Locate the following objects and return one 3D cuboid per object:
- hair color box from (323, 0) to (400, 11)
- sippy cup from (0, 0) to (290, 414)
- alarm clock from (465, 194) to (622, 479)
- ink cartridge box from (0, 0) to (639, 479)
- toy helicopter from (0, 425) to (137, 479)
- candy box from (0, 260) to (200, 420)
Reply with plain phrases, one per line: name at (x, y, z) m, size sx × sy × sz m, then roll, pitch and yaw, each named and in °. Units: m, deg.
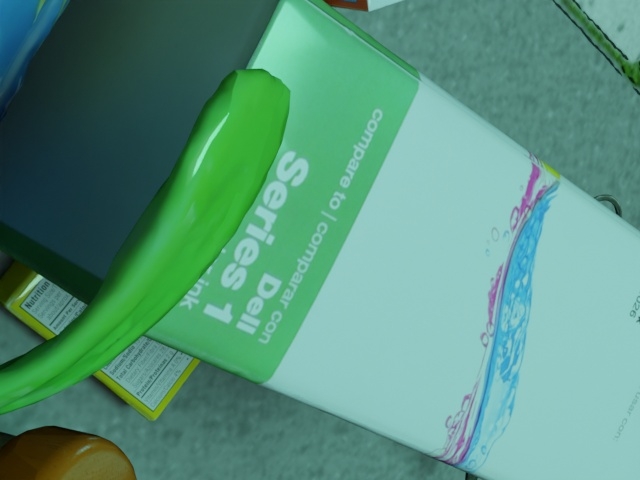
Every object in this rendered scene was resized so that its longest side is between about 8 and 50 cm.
hair color box at (0.033, -0.202, 0.634) m, size 0.093 × 0.053 × 0.167 m, roll -22°, pitch 116°, yaw -32°
sippy cup at (-0.156, -0.108, 0.358) m, size 0.305 × 0.240 × 0.224 m, roll 38°, pitch 93°, yaw -24°
alarm clock at (0.113, 0.046, 0.769) m, size 0.192 × 0.064 × 0.129 m, roll -46°, pitch 127°, yaw -14°
ink cartridge box at (0.000, 0.000, 0.539) m, size 0.278 × 0.201 × 0.117 m, roll 29°, pitch 86°, yaw -40°
toy helicopter at (-0.176, 0.241, 0.508) m, size 0.235 × 0.140 × 0.355 m, roll 72°, pitch 35°, yaw -46°
candy box at (-0.055, -0.024, 0.639) m, size 0.206 × 0.027 × 0.105 m, roll -53°, pitch 126°, yaw -12°
